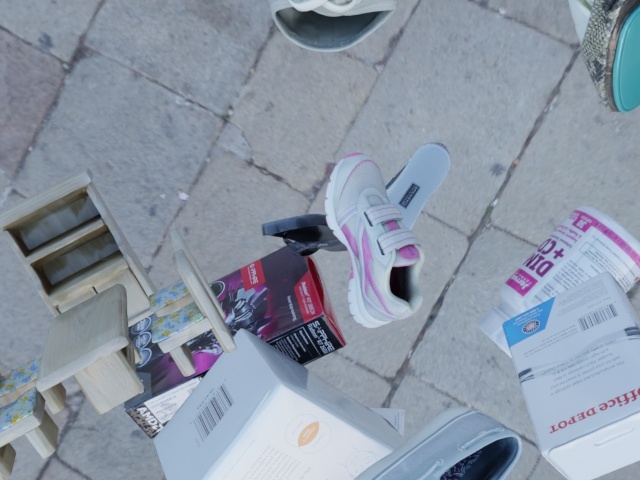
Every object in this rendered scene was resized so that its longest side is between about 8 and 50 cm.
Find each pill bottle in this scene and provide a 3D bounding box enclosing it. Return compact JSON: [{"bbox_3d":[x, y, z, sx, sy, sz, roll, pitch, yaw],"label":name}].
[{"bbox_3d":[0.417,0.090,1.244,0.160,0.160,0.283,43,93,10],"label":"pill bottle"}]

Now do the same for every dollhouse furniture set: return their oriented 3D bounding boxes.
[{"bbox_3d":[-0.220,0.046,0.642,0.212,0.242,0.161,-29,110,-7],"label":"dollhouse furniture set"}]

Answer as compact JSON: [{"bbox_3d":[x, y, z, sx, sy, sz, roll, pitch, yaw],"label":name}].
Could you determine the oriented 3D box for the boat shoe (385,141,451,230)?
[{"bbox_3d":[0.170,-0.087,1.550,0.113,0.105,0.306,32,108,2],"label":"boat shoe"}]

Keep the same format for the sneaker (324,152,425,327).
[{"bbox_3d":[0.088,-0.001,0.988,0.111,0.103,0.252,-4,104,51],"label":"sneaker"}]

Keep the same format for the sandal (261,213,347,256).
[{"bbox_3d":[0.001,0.000,1.198,0.097,0.254,0.054,-13,75,33],"label":"sandal"}]

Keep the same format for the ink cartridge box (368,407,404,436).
[{"bbox_3d":[0.043,0.393,1.314,0.218,0.092,0.158,1,109,8],"label":"ink cartridge box"}]

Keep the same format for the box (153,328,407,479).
[{"bbox_3d":[-0.031,0.321,1.047,0.345,0.168,0.215,39,90,-31],"label":"box"}]

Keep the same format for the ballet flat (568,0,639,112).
[{"bbox_3d":[0.481,-0.418,1.126,0.164,0.482,0.182,-37,59,-13],"label":"ballet flat"}]

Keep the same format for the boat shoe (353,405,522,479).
[{"bbox_3d":[0.089,0.223,0.609,0.227,0.081,0.079,-33,112,-32],"label":"boat shoe"}]

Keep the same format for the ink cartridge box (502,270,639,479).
[{"bbox_3d":[0.295,0.146,0.779,0.140,0.190,0.082,-32,123,21],"label":"ink cartridge box"}]

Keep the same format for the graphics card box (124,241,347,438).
[{"bbox_3d":[-0.159,0.163,1.245,0.371,0.232,0.094,-27,125,5],"label":"graphics card box"}]

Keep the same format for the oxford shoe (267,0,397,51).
[{"bbox_3d":[0.001,-0.264,0.586,0.169,0.449,0.130,2,88,5],"label":"oxford shoe"}]
